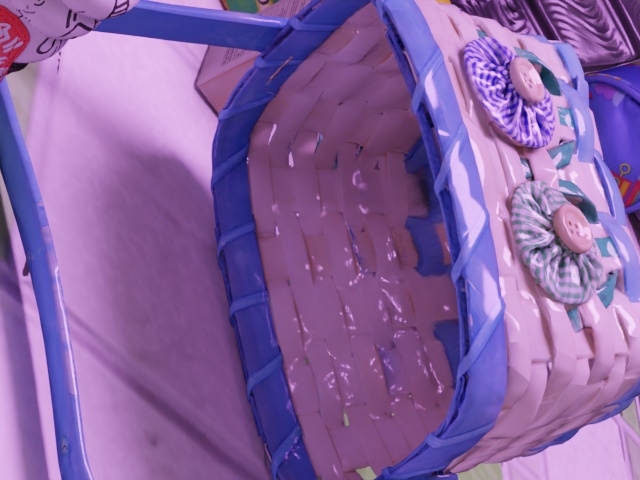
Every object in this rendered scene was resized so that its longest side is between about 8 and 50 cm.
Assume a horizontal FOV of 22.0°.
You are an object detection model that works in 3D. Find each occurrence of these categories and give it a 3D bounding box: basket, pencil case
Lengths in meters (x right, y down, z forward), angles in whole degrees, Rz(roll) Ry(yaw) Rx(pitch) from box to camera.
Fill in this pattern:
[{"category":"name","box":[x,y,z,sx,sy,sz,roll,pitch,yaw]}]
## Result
[{"category":"basket","box":[0.000,0.000,0.747,0.289,0.201,0.255,-5,67,-28]},{"category":"pencil case","box":[0.296,-0.116,1.478,0.306,0.133,0.119,-29,134,-57]}]

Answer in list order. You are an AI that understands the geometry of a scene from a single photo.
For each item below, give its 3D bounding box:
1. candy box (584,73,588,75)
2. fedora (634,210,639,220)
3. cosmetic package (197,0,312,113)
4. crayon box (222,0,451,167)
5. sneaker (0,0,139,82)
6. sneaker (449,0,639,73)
[{"category":"candy box","box":[0.272,-0.165,1.632,0.105,0.027,0.206,55,26,-26]},{"category":"fedora","box":[0.418,-0.018,1.614,0.275,0.243,0.124,-124,-157,-47]},{"category":"cosmetic package","box":[-0.007,-0.108,0.905,0.041,0.115,0.060,53,27,-26]},{"category":"crayon box","box":[-0.006,-0.191,1.027,0.278,0.081,0.165,64,24,-1]},{"category":"sneaker","box":[-0.124,-0.158,0.678,0.090,0.145,0.270,46,30,-35]},{"category":"sneaker","box":[0.181,-0.181,1.309,0.447,0.257,0.169,-19,81,-32]}]
